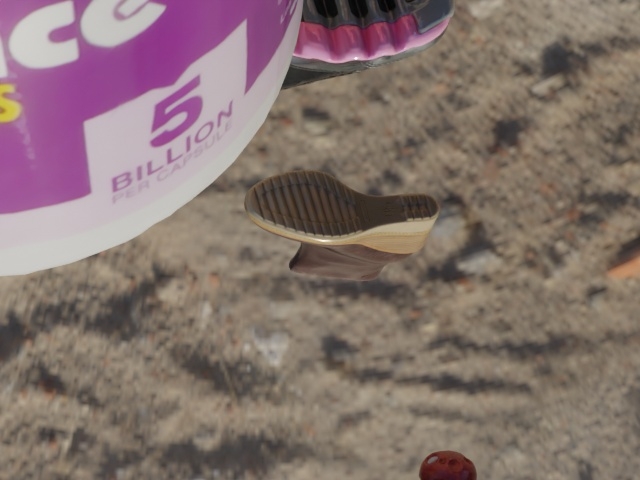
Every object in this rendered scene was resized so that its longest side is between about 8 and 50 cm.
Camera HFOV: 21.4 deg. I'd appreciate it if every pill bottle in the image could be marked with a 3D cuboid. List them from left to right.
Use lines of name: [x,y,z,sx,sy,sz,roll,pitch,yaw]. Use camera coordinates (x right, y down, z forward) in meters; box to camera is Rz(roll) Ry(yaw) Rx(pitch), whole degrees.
pill bottle: [-0.081,-0.131,0.316,0.169,0.169,0.301,0,150,-2]

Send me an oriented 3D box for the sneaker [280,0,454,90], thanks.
sneaker: [-0.019,-0.060,0.513,0.119,0.047,0.057,-8,159,4]

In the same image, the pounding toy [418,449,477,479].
pounding toy: [0.063,0.244,1.457,0.236,0.183,0.110,3,102,-2]

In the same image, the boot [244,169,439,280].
boot: [0.000,0.000,1.999,0.248,0.090,0.207,3,156,-23]
